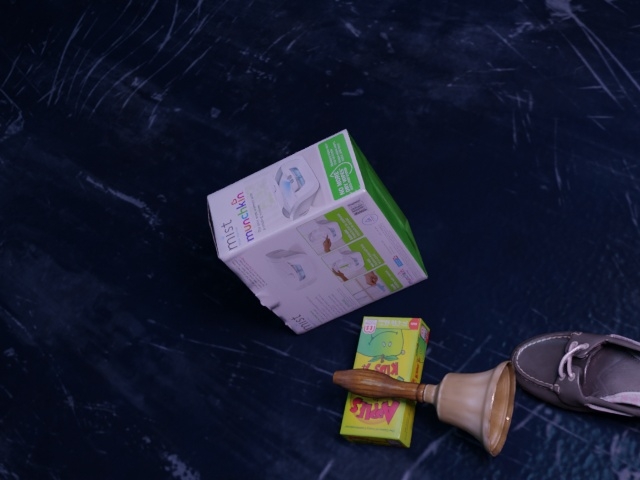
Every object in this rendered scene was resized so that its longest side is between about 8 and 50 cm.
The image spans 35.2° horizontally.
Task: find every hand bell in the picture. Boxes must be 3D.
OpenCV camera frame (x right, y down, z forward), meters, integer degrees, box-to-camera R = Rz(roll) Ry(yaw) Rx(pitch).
[{"bbox_3d":[0.131,0.204,1.369,0.241,0.126,0.126,8,66,25],"label":"hand bell"}]

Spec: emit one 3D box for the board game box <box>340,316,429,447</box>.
[{"bbox_3d":[0.094,0.201,1.455,0.092,0.043,0.181,0,62,27],"label":"board game box"}]

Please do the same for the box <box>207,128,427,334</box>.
[{"bbox_3d":[0.000,0.000,1.486,0.231,0.262,0.127,-25,53,13],"label":"box"}]

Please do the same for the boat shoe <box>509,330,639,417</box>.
[{"bbox_3d":[0.393,0.172,1.287,0.335,0.095,0.112,12,68,32],"label":"boat shoe"}]
